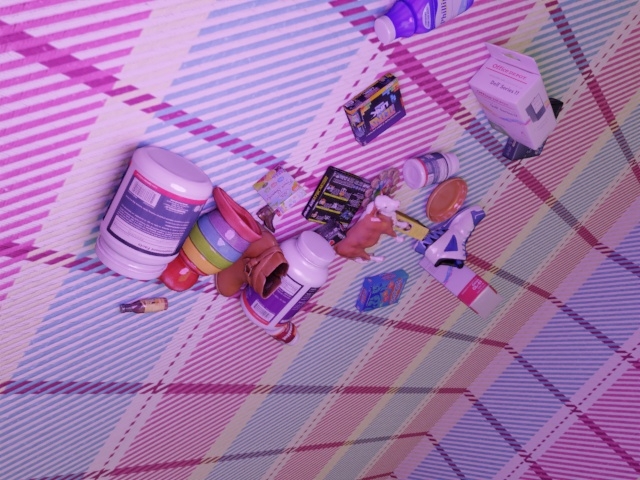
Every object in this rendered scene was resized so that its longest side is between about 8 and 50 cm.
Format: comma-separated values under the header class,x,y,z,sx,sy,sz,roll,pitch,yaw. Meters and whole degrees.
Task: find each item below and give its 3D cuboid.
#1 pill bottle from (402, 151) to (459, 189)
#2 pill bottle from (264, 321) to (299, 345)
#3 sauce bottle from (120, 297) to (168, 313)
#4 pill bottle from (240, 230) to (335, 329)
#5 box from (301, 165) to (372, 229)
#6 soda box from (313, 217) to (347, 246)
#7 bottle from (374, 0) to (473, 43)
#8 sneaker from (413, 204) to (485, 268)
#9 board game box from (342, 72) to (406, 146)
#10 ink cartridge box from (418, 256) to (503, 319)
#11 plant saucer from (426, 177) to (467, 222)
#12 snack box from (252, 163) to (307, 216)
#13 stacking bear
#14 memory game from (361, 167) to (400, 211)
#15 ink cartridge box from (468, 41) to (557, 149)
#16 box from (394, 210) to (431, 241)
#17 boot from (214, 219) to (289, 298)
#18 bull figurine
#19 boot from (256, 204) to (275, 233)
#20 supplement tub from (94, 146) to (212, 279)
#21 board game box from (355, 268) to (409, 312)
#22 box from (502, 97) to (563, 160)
class,x,y,z,sx,sy,sz,roll,pitch,yaw
pill bottle,0.385,-0.247,1.620,0.180,0.108,0.108,-18,134,-26
pill bottle,-0.138,0.332,1.729,0.086,0.086,0.152,-41,140,-1
sauce bottle,-0.507,0.190,1.350,0.128,0.042,0.042,-3,126,-39
pill bottle,-0.100,0.122,1.463,0.182,0.181,0.323,13,128,-44
box,0.057,-0.133,1.512,0.191,0.045,0.184,10,120,-44
soda box,0.000,0.000,1.532,0.169,0.060,0.053,-32,143,20
bottle,0.273,-0.609,1.228,0.283,0.092,0.118,-32,140,-12
sneaker,0.555,0.012,1.902,0.316,0.182,0.127,-34,159,-5
board game box,0.161,-0.381,1.374,0.170,0.048,0.141,-38,138,-5
ink cartridge box,0.598,0.173,1.999,0.131,0.306,0.226,-49,139,8
plant saucer,0.486,-0.161,1.828,0.200,0.037,0.200,-21,135,-22
snack box,-0.115,-0.140,1.295,0.100,0.141,0.037,-40,139,-1
stacking bear,-0.316,0.024,1.279,0.289,0.164,0.175,-40,140,5
memory game,0.207,-0.166,1.590,0.186,0.012,0.186,-36,150,-25
ink cartridge box,0.626,-0.468,1.539,0.119,0.207,0.353,-49,138,6
box,0.310,-0.064,1.738,0.232,0.087,0.058,18,111,-44
boot,-0.200,0.104,1.379,0.109,0.220,0.283,17,113,-45
bull figurine,0.184,-0.034,1.583,0.188,0.101,0.310,29,128,-25
boot,-0.126,-0.086,1.418,0.114,0.037,0.106,-42,142,-7
supplement tub,-0.394,-0.064,1.105,0.191,0.191,0.272,16,114,-45
board game box,0.259,0.212,1.965,0.210,0.047,0.160,-10,130,-33
box,0.832,-0.436,1.842,0.183,0.059,0.232,-12,131,-29
